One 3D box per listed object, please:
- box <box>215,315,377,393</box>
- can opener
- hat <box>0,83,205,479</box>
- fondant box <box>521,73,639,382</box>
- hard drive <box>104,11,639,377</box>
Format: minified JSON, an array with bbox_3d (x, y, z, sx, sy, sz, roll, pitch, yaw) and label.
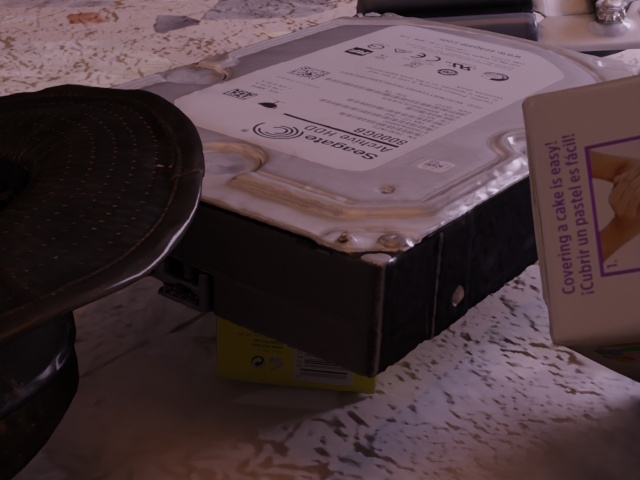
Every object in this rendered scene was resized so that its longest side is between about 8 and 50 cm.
[{"bbox_3d":[0.000,0.000,0.688,0.087,0.058,0.232,5,25,3],"label":"box"},{"bbox_3d":[0.173,-0.191,1.107,0.280,0.093,0.074,-1,59,-1],"label":"can opener"},{"bbox_3d":[-0.200,0.044,0.473,0.331,0.133,0.331,-6,27,3],"label":"hat"},{"bbox_3d":[0.268,-0.013,0.454,0.330,0.096,0.238,-11,-15,22],"label":"fondant box"},{"bbox_3d":[0.028,-0.053,0.662,0.237,0.064,0.339,19,30,32],"label":"hard drive"}]
